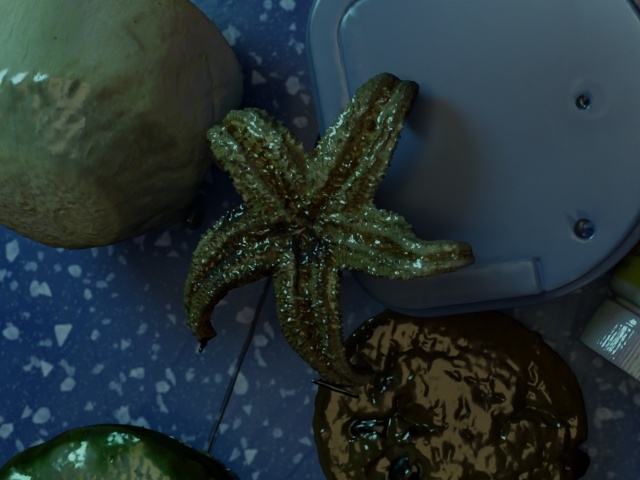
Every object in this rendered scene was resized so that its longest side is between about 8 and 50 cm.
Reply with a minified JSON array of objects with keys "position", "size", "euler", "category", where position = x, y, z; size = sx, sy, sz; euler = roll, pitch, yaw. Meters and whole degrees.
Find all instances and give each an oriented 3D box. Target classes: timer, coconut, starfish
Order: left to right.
[{"position":[-0.239,-0.158,1.070],"size":[0.329,0.329,0.328],"euler":[-1,86,12],"category":"coconut"},{"position":[0.004,0.002,0.949],"size":[0.312,0.113,0.303],"euler":[-2,95,30],"category":"starfish"},{"position":[0.190,-0.123,1.011],"size":[0.395,0.173,0.395],"euler":[2,97,19],"category":"timer"}]

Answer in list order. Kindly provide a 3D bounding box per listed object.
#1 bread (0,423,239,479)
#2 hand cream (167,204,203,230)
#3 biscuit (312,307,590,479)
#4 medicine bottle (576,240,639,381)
[{"position":[-0.220,0.393,1.107],"size":[0.382,0.129,0.366],"euler":[35,93,12],"category":"bread"},{"position":[-0.228,-0.052,1.188],"size":[0.194,0.042,0.067],"euler":[17,92,18],"category":"hand cream"},{"position":[0.133,0.201,1.072],"size":[0.296,0.075,0.296],"euler":[-1,86,12],"category":"biscuit"},{"position":[0.366,0.039,0.998],"size":[0.139,0.139,0.225],"euler":[35,94,12],"category":"medicine bottle"}]
